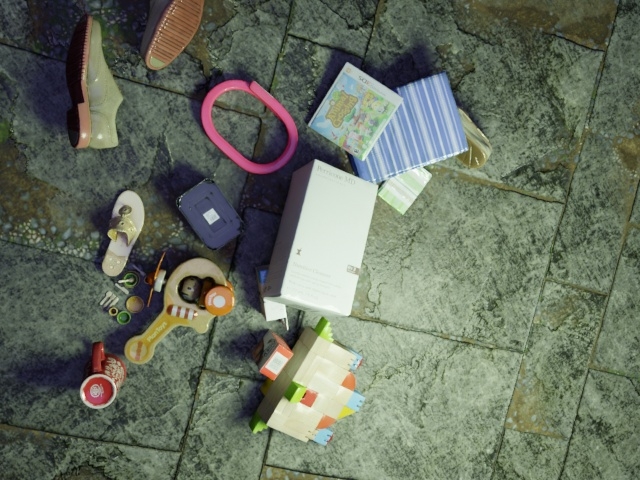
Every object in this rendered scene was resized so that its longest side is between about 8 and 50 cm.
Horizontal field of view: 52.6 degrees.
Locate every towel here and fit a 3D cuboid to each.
[{"bbox_3d":[0.253,-0.169,1.947,0.113,0.023,0.152,37,87,-13],"label":"towel"},{"bbox_3d":[0.235,-0.318,1.874,0.335,0.040,0.243,-18,97,9],"label":"towel"}]

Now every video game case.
[{"bbox_3d":[0.099,-0.367,1.849,0.193,0.023,0.212,33,100,1],"label":"video game case"}]

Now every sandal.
[{"bbox_3d":[-0.537,-0.016,1.754,0.088,0.079,0.240,16,92,-14],"label":"sandal"}]

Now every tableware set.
[{"bbox_3d":[-0.530,0.153,1.801,0.104,0.024,0.154,42,85,-13],"label":"tableware set"}]

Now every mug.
[{"bbox_3d":[-0.597,0.364,1.730,0.113,0.169,0.150,-36,102,-7],"label":"mug"}]

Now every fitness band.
[{"bbox_3d":[-0.200,-0.320,1.820,0.291,0.054,0.209,42,88,-12],"label":"fitness band"}]

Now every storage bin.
[{"bbox_3d":[-0.307,-0.074,1.799,0.122,0.084,0.180,-36,101,-8],"label":"storage bin"}]

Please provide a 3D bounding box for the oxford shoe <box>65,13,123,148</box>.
[{"bbox_3d":[-0.591,-0.413,1.707,0.130,0.123,0.349,0,94,-39],"label":"oxford shoe"}]

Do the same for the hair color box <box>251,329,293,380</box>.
[{"bbox_3d":[-0.139,0.320,1.829,0.053,0.167,0.093,37,87,-14],"label":"hair color box"}]

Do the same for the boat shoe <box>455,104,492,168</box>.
[{"bbox_3d":[0.392,-0.350,1.930,0.302,0.109,0.098,45,48,-2],"label":"boat shoe"}]

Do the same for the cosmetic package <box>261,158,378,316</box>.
[{"bbox_3d":[0.000,0.000,1.775,0.217,0.156,0.385,18,76,-22],"label":"cosmetic package"}]

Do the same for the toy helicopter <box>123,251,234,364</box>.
[{"bbox_3d":[-0.416,0.187,1.776,0.235,0.140,0.355,44,90,-13],"label":"toy helicopter"}]

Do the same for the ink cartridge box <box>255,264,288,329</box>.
[{"bbox_3d":[-0.140,0.164,1.847,0.060,0.104,0.180,-9,96,-13],"label":"ink cartridge box"}]

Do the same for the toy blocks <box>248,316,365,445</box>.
[{"bbox_3d":[0.005,0.438,1.887,0.260,0.190,0.381,31,89,-25],"label":"toy blocks"}]

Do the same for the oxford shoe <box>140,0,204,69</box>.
[{"bbox_3d":[-0.396,-0.652,1.723,0.146,0.140,0.397,28,94,17],"label":"oxford shoe"}]
